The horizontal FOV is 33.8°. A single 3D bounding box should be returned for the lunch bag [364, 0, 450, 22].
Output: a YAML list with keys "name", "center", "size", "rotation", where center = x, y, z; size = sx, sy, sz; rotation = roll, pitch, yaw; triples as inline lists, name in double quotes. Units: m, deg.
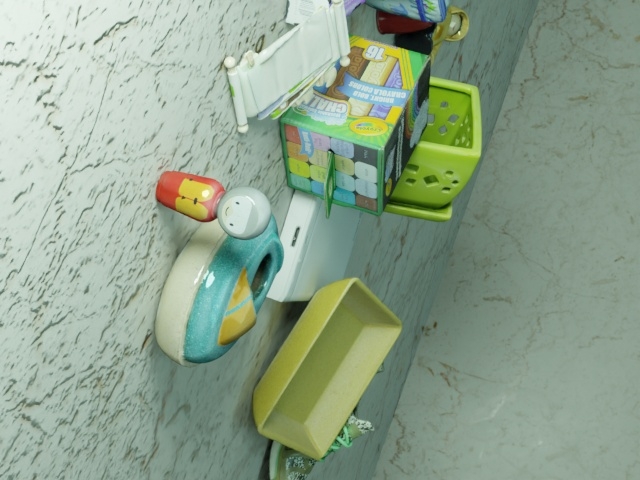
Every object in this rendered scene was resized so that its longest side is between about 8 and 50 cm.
- name: "lunch bag"
  center: [0.134, -0.447, 1.728]
  size: [0.219, 0.176, 0.090]
  rotation: [56, 53, -71]

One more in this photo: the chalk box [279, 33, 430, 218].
- name: "chalk box"
  center: [0.048, -0.171, 1.734]
  size: [0.180, 0.179, 0.289]
  rotation: [87, 27, -53]

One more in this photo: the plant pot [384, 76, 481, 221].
- name: "plant pot"
  center: [0.172, -0.173, 2.008]
  size: [0.228, 0.227, 0.207]
  rotation: [-82, -177, -46]

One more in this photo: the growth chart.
- name: "growth chart"
  center: [-0.040, -0.248, 1.499]
  size: [0.237, 0.021, 0.172]
  rotation: [-38, 152, -26]

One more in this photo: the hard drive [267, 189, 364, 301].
- name: "hard drive"
  center: [0.000, 0.000, 1.988]
  size: [0.353, 0.047, 0.233]
  rotation: [9, 98, -74]

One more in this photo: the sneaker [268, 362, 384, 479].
- name: "sneaker"
  center: [0.016, 0.394, 2.211]
  size: [0.158, 0.182, 0.410]
  rotation: [39, 70, -73]

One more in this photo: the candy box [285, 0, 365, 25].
- name: "candy box"
  center: [0.020, -0.429, 1.552]
  size: [0.165, 0.070, 0.196]
  rotation: [-50, 154, -51]

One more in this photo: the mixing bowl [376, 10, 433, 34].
- name: "mixing bowl"
  center: [0.185, -0.473, 2.015]
  size: [0.181, 0.098, 0.181]
  rotation: [17, 90, -73]

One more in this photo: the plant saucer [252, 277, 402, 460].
- name: "plant saucer"
  center: [0.003, 0.242, 2.042]
  size: [0.332, 0.081, 0.333]
  rotation: [-57, 152, -7]

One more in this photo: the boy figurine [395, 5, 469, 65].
- name: "boy figurine"
  center: [0.241, -0.448, 2.248]
  size: [0.285, 0.092, 0.177]
  rotation: [-29, 132, -63]

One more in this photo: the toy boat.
- name: "toy boat"
  center: [-0.126, 0.030, 1.409]
  size: [0.318, 0.148, 0.267]
  rotation: [85, 27, -54]
